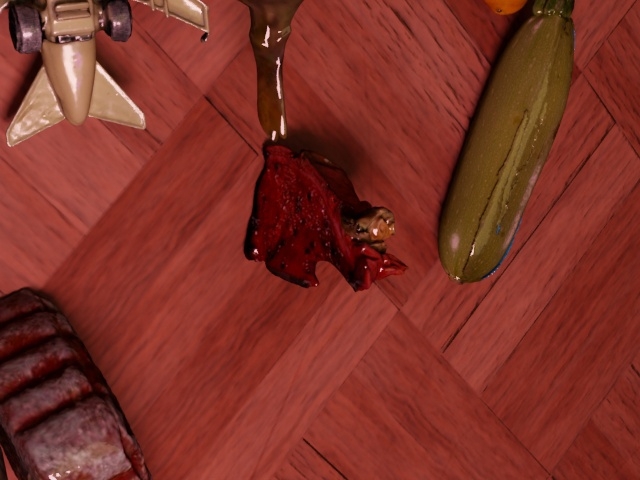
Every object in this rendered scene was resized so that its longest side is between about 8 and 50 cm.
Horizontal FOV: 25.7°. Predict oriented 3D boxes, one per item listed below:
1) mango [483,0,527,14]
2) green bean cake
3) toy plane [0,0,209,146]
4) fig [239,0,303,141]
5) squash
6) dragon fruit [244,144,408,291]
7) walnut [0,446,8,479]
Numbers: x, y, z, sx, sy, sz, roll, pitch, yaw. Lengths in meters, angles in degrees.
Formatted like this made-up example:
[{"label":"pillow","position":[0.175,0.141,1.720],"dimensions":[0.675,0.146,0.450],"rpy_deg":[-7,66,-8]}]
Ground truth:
[{"label":"mango","position":[0.181,-0.271,1.406],"dimensions":[0.060,0.046,0.089],"rpy_deg":[-14,97,-34]},{"label":"green bean cake","position":[-0.211,0.185,1.199],"dimensions":[0.097,0.198,0.233],"rpy_deg":[-27,133,-18]},{"label":"toy plane","position":[-0.208,-0.207,1.118],"dimensions":[0.242,0.104,0.256],"rpy_deg":[-9,115,-17]},{"label":"fig","position":[-0.023,-0.259,1.104],"dimensions":[0.286,0.286,0.369],"rpy_deg":[-9,102,-33]},{"label":"squash","position":[0.199,-0.115,1.429],"dimensions":[0.094,0.094,0.341],"rpy_deg":[18,91,-37]},{"label":"dragon fruit","position":[-0.004,-0.016,1.255],"dimensions":[0.122,0.192,0.092],"rpy_deg":[-28,125,-10]},{"label":"walnut","position":[-0.330,0.204,1.062],"dimensions":[0.224,0.224,0.224],"rpy_deg":[-10,108,-33]}]
